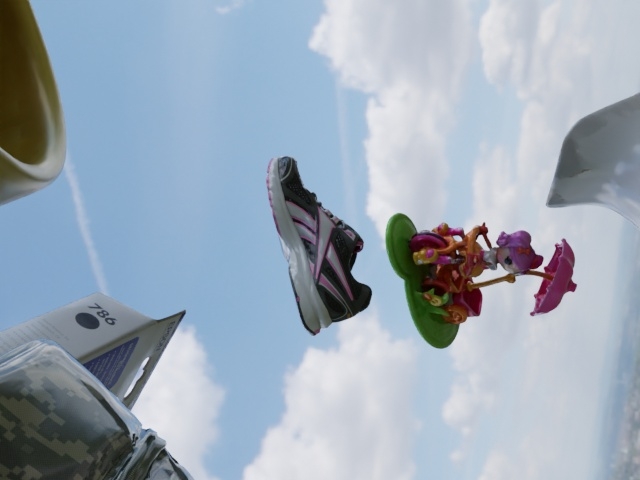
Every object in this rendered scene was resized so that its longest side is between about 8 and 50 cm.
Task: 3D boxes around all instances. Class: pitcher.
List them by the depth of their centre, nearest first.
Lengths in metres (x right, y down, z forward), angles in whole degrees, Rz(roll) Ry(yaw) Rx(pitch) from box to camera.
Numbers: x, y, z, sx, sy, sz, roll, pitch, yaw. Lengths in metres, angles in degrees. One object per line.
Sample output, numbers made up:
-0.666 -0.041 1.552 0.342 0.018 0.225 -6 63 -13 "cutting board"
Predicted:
0.279 -0.036 0.528 0.178 0.207 0.125 -43 -30 -26 "pitcher"

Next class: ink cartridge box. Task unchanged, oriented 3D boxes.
-0.254 0.144 0.686 0.165 0.065 0.333 -59 -15 22 "ink cartridge box"

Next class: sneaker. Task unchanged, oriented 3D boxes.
0.000 0.000 0.786 0.072 0.077 0.178 86 168 -71 "sneaker"

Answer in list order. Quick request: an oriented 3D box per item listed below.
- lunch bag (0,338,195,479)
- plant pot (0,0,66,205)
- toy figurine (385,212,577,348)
-0.170 0.238 0.424 0.305 0.256 0.212 -44 5 6 "lunch bag"
-0.275 -0.098 0.359 0.254 0.239 0.254 158 90 -89 "plant pot"
0.174 0.025 0.843 0.173 0.159 0.130 52 -139 -35 "toy figurine"
